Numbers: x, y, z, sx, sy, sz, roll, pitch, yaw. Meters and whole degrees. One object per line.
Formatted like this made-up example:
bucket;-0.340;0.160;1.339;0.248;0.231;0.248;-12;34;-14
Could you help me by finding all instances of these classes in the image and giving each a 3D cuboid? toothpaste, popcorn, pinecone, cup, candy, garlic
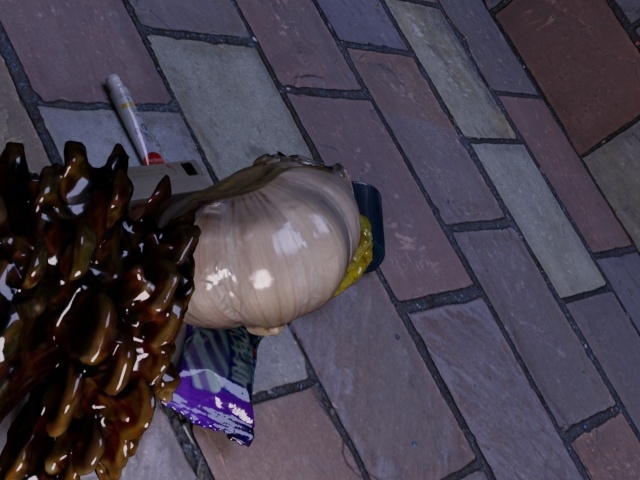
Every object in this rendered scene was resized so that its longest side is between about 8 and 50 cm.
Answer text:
toothpaste;-0.302;-0.187;1.700;0.048;0.031;0.190;-11;70;-58
popcorn;0.003;0.000;1.758;0.197;0.155;0.198;6;65;-14
pinecone;-0.307;0.070;1.139;0.397;0.398;0.398;32;38;-29
cup;0.074;-0.014;1.926;0.150;0.113;0.138;27;42;-31
candy;-0.145;0.168;1.520;0.145;0.070;0.275;28;39;-17
garlic;-0.093;0.011;1.459;0.241;0.322;0.322;52;32;-3

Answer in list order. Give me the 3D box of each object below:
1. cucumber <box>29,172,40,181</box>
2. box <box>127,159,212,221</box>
cucumber;-0.446;-0.076;1.372;0.245;0.067;0.067;15;47;-33
box;-0.269;-0.048;1.504;0.058;0.141;0.201;56;31;15
